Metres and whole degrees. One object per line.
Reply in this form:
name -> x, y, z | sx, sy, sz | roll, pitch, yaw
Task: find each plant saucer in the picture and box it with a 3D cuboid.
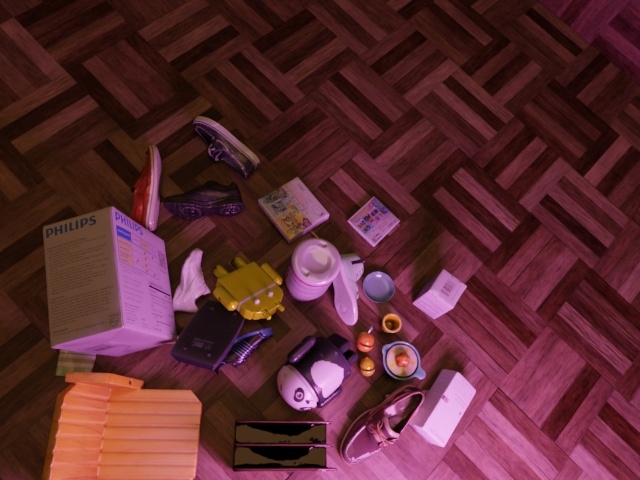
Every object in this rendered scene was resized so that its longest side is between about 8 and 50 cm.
plant saucer -> 0.214, 0.175, 1.942 | 0.120, 0.021, 0.119 | 3, 70, -9

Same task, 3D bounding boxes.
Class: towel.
towel -> -0.782, 0.362, 1.689 | 0.113, 0.023, 0.151 | 5, 69, -8

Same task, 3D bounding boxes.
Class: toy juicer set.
toy juicer set -> 0.248, 0.434, 1.814 | 0.209, 0.089, 0.328 | -23, 76, -18

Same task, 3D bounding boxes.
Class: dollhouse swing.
dollhouse swing -> -0.550, 0.573, 1.521 | 0.305, 0.315, 0.346 | -3, 68, 10

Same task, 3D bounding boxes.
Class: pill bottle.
pill bottle -> -0.036, 0.110, 1.779 | 0.161, 0.283, 0.160 | 4, 69, -9

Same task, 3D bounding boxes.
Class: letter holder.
letter holder -> -0.112, 0.628, 1.606 | 0.302, 0.214, 0.151 | 4, 69, -9

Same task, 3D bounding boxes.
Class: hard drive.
hard drive -> -0.354, 0.306, 1.701 | 0.172, 0.054, 0.254 | 11, 38, 13

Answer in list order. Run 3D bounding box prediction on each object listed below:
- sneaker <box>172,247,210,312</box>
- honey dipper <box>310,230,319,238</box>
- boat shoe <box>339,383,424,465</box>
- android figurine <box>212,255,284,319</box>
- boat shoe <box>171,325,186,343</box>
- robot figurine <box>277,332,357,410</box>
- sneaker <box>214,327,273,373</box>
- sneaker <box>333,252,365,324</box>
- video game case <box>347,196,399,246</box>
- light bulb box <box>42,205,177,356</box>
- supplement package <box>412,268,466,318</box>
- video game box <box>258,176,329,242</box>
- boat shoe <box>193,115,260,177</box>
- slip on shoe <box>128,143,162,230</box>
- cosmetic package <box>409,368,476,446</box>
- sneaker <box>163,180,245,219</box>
sneaker -> -0.432, 0.143, 1.811 | 0.115, 0.090, 0.232 | 16, 76, -11
honey dipper -> 0.000, 0.000, 1.967 | 0.030, 0.030, 0.160 | -38, 77, -21
boat shoe -> 0.206, 0.601, 1.705 | 0.342, 0.123, 0.123 | -36, 85, -10
android figurine -> -0.240, 0.166, 1.797 | 0.248, 0.056, 0.273 | -25, 58, -41
boat shoe -> -0.452, 0.321, 1.758 | 0.153, 0.048, 0.056 | -4, 45, -18
robot figurine -> -0.011, 0.430, 1.722 | 0.278, 0.173, 0.209 | -37, 77, -21
sneaker -> -0.259, 0.367, 1.757 | 0.232, 0.081, 0.090 | -20, 81, -12
sneaker -> 0.120, 0.167, 1.891 | 0.151, 0.094, 0.255 | -15, 94, -45
video game case -> 0.207, -0.075, 2.037 | 0.143, 0.019, 0.157 | 44, 69, 8
light bulb box -> -0.628, 0.141, 1.599 | 0.226, 0.358, 0.360 | -15, 71, 4
supplement package -> 0.425, 0.196, 1.886 | 0.105, 0.179, 0.105 | 36, 68, 5
video game box -> -0.101, -0.116, 1.971 | 0.187, 0.048, 0.205 | -32, 71, -22
boat shoe -> -0.378, -0.351, 1.995 | 0.301, 0.108, 0.102 | 39, 66, -2
slip on shoe -> -0.628, -0.196, 1.883 | 0.102, 0.123, 0.331 | 3, 74, -5
cosmetic package -> 0.417, 0.565, 1.780 | 0.117, 0.085, 0.231 | 45, 66, -16
sneaker -> -0.427, -0.154, 1.917 | 0.287, 0.109, 0.130 | -2, 63, -21
